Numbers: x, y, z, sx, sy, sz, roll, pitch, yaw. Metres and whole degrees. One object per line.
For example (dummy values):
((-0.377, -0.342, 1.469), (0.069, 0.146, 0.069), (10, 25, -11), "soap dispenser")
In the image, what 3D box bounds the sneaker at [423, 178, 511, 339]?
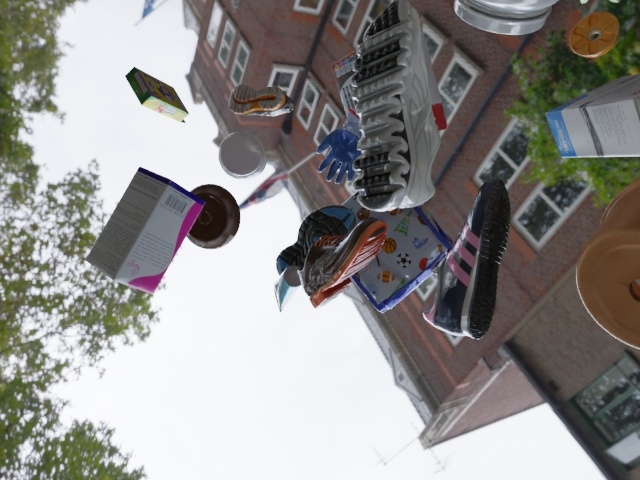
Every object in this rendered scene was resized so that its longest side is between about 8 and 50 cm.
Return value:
((0.281, 0.026, 1.049), (0.112, 0.131, 0.318), (31, -109, -41), "sneaker")

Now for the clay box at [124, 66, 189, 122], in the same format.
((-0.518, -0.467, 1.744), (0.127, 0.053, 0.222), (57, -163, 16), "clay box")

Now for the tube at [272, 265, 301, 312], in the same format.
((-0.088, 0.118, 1.340), (0.052, 0.207, 0.080), (-6, -109, -18), "tube")

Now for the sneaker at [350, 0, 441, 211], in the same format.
((0.115, -0.186, 0.766), (0.118, 0.291, 0.110), (0, -176, -34), "sneaker")

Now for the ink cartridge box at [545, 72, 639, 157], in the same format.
((0.452, -0.183, 0.765), (0.148, 0.085, 0.203), (-24, -168, -3), "ink cartridge box")

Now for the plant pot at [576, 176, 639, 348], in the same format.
((0.543, 0.039, 0.826), (0.204, 0.290, 0.291), (-22, -122, -31), "plant pot")

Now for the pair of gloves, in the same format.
((0.088, -0.152, 1.047), (0.198, 0.159, 0.023), (36, -142, 6), "pair of gloves")

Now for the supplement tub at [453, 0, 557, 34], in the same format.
((0.244, -0.370, 0.641), (0.145, 0.199, 0.144), (2, -131, -3), "supplement tub")

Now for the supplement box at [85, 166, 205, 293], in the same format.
((-0.352, -0.020, 1.085), (0.114, 0.220, 0.111), (23, 172, 34), "supplement box")

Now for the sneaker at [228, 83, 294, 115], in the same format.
((-0.168, -0.378, 1.480), (0.215, 0.084, 0.083), (15, -178, 35), "sneaker")

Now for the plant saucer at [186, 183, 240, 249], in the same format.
((-0.335, -0.069, 1.584), (0.199, 0.198, 0.036), (33, -170, 9), "plant saucer")

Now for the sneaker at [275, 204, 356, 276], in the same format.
((0.000, 0.000, 1.567), (0.140, 0.341, 0.125), (-16, -108, -45), "sneaker")

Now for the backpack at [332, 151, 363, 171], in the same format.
((0.101, -0.249, 1.637), (0.114, 0.084, 0.105), (0, -176, -15), "backpack")

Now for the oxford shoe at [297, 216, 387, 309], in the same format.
((0.024, 0.028, 0.949), (0.097, 0.271, 0.098), (-26, -107, -38), "oxford shoe")

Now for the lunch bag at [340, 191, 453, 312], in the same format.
((0.234, 0.008, 1.784), (0.239, 0.328, 0.385), (31, -158, -46), "lunch bag")

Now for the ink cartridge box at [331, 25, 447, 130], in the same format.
((0.183, -0.402, 1.474), (0.130, 0.309, 0.271), (-23, -78, -19), "ink cartridge box")

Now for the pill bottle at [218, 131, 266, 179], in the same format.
((-0.249, -0.269, 1.722), (0.153, 0.153, 0.264), (21, -176, -7), "pill bottle")

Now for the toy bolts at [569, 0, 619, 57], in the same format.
((0.612, -0.508, 1.099), (0.229, 0.218, 0.159), (17, -179, 43), "toy bolts")
